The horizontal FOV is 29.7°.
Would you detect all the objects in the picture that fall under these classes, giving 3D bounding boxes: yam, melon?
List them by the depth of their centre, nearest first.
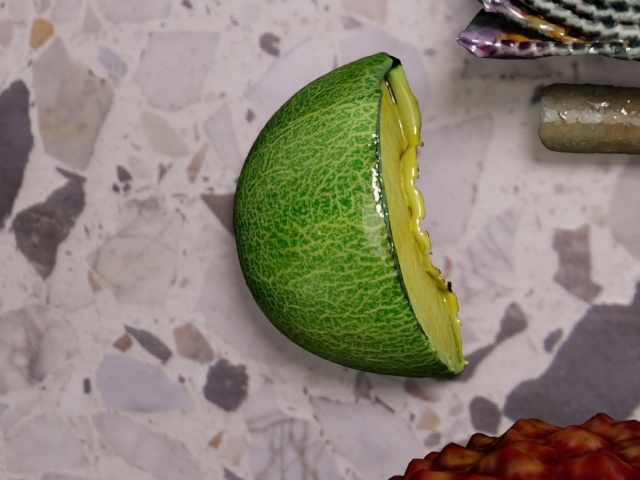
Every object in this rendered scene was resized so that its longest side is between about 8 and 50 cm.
[{"bbox_3d":[0.229,-0.089,0.887,0.132,0.054,0.054,4,100,17],"label":"yam"},{"bbox_3d":[0.000,0.000,0.942,0.169,0.129,0.265,-11,96,23],"label":"melon"}]

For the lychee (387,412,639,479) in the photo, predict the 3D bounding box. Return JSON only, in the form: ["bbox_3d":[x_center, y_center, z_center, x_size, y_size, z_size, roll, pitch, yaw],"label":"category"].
[{"bbox_3d":[0.164,0.316,0.794,0.500,0.425,0.424,7,105,63],"label":"lychee"}]

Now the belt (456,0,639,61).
[{"bbox_3d":[0.240,-0.224,0.803,0.295,0.160,0.206,-2,98,19],"label":"belt"}]
